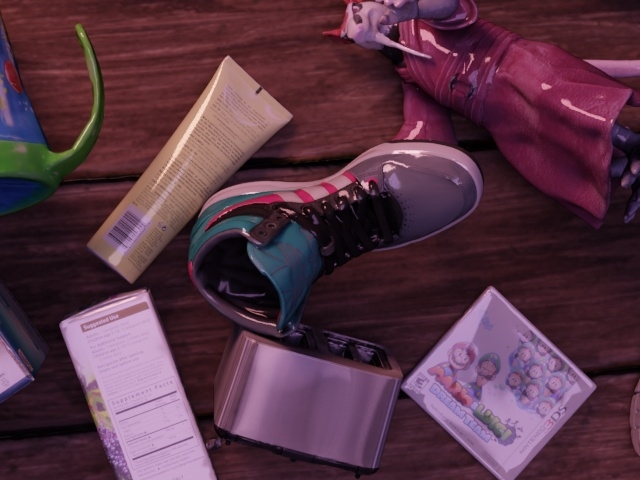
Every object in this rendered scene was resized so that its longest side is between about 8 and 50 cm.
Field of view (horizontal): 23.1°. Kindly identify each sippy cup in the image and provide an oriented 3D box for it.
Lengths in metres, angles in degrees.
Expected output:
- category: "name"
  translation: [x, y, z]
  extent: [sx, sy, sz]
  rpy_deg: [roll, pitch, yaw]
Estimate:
- category: "sippy cup"
  translation: [-0.376, -0.138, 1.463]
  extent: [0.305, 0.240, 0.224]
  rpy_deg: [-4, 80, -38]

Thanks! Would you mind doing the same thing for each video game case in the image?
- category: "video game case"
  translation: [0.185, 0.151, 1.629]
  extent: [0.157, 0.019, 0.143]
  rpy_deg: [43, 86, -6]

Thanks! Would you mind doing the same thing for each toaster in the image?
- category: "toaster"
  translation: [-0.018, 0.147, 1.521]
  extent: [0.168, 0.185, 0.110]
  rpy_deg: [15, 100, -6]

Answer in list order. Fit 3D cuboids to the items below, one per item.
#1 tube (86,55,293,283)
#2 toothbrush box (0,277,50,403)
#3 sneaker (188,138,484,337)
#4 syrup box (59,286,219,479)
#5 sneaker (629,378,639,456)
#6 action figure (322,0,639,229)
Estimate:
- category: "tube"
  translation: [-0.135, -0.065, 1.570]
  extent: [0.062, 0.070, 0.240]
  rpy_deg: [35, 82, 32]
- category: "toothbrush box"
  translation: [-0.373, 0.123, 1.421]
  extent: [0.216, 0.295, 0.126]
  rpy_deg: [-35, 96, -6]
- category: "sneaker"
  translation: [0.000, 0.000, 1.451]
  extent: [0.295, 0.178, 0.124]
  rpy_deg: [-14, 116, 21]
- category: "syrup box"
  translation: [-0.174, 0.170, 1.547]
  extent: [0.096, 0.093, 0.237]
  rpy_deg: [-21, 94, -6]
- category: "sneaker"
  translation: [0.368, 0.154, 1.634]
  extent: [0.065, 0.061, 0.158]
  rpy_deg: [12, 90, -14]
- category: "action figure"
  translation: [0.174, -0.172, 1.538]
  extent: [0.370, 0.248, 0.276]
  rpy_deg: [32, 51, 17]
